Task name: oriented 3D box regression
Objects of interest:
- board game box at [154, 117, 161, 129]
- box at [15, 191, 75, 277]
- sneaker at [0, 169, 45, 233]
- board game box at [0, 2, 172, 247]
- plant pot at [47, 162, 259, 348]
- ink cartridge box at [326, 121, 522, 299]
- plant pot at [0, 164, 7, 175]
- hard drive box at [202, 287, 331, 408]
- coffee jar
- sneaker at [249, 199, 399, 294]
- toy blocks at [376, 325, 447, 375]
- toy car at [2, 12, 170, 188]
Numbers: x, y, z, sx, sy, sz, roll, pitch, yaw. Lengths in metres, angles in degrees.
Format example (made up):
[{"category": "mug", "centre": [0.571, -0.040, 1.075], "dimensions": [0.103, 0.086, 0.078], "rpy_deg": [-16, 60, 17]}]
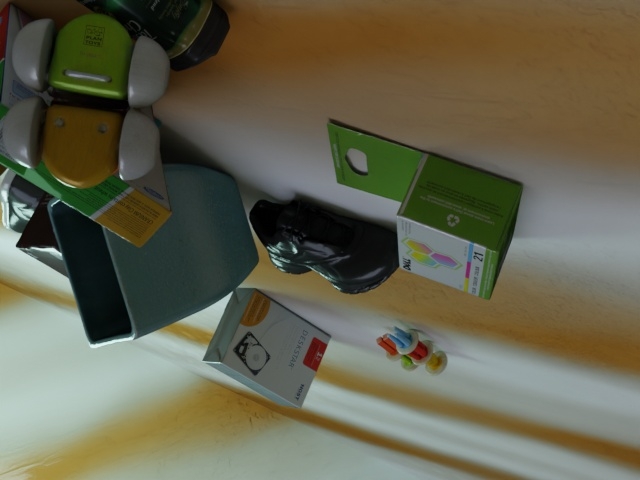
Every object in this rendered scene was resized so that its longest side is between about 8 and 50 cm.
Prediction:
[{"category": "board game box", "centre": [-0.436, -0.188, 1.613], "dimensions": [0.253, 0.079, 0.336], "rpy_deg": [34, 156, -28]}, {"category": "box", "centre": [-0.385, -0.035, 1.824], "dimensions": [0.167, 0.203, 0.168], "rpy_deg": [36, 160, -33]}, {"category": "sneaker", "centre": [-0.571, -0.053, 2.171], "dimensions": [0.146, 0.105, 0.296], "rpy_deg": [29, 158, 1]}, {"category": "board game box", "centre": [-0.312, -0.152, 1.317], "dimensions": [0.242, 0.064, 0.317], "rpy_deg": [35, -162, -29]}, {"category": "plant pot", "centre": [-0.246, 0.009, 1.640], "dimensions": [0.252, 0.247, 0.247], "rpy_deg": [-16, 179, -29]}, {"category": "ink cartridge box", "centre": [0.116, -0.035, 1.342], "dimensions": [0.255, 0.097, 0.189], "rpy_deg": [19, 162, 13]}, {"category": "plant pot", "centre": [-0.646, -0.186, 1.777], "dimensions": [0.205, 0.205, 0.188], "rpy_deg": [7, 140, 44]}, {"category": "hard drive box", "centre": [-0.115, 0.236, 2.297], "dimensions": [0.232, 0.181, 0.089], "rpy_deg": [34, 159, -30]}, {"category": "coffee jar", "centre": [-0.190, -0.258, 1.122], "dimensions": [0.184, 0.079, 0.096], "rpy_deg": [34, 161, -29]}, {"category": "sneaker", "centre": [0.000, 0.000, 1.595], "dimensions": [0.286, 0.109, 0.130], "rpy_deg": [6, 149, 40]}, {"category": "toy blocks", "centre": [0.161, 0.208, 2.060], "dimensions": [0.123, 0.054, 0.148], "rpy_deg": [3, 153, 48]}, {"category": "toy car", "centre": [-0.243, -0.148, 1.121], "dimensions": [0.159, 0.182, 0.136], "rpy_deg": [8, -174, -1]}]
